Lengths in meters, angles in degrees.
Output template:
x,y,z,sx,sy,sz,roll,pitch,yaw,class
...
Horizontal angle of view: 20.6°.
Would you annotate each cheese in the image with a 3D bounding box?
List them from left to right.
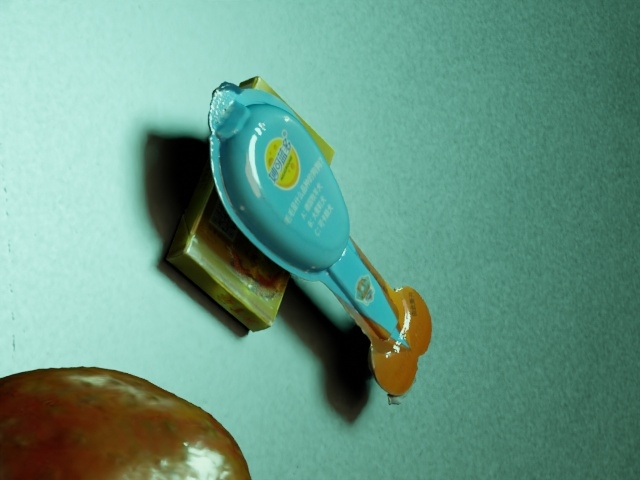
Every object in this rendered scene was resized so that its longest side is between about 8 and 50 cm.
x,y,z,sx,sy,sz,roll,pitch,yaw,class
0.000,0.000,1.166,0.256,0.037,0.106,53,45,-26,cheese

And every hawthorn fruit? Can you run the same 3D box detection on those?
x,y,z,sx,sy,sz,roll,pitch,yaw,class
-0.139,0.145,0.901,0.200,0.179,0.179,20,63,-38,hawthorn fruit

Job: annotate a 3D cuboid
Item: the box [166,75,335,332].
x,y,z,sx,sy,sz,roll,pitch,yaw,class
-0.044,-0.025,1.170,0.089,0.022,0.156,40,51,-30,box
